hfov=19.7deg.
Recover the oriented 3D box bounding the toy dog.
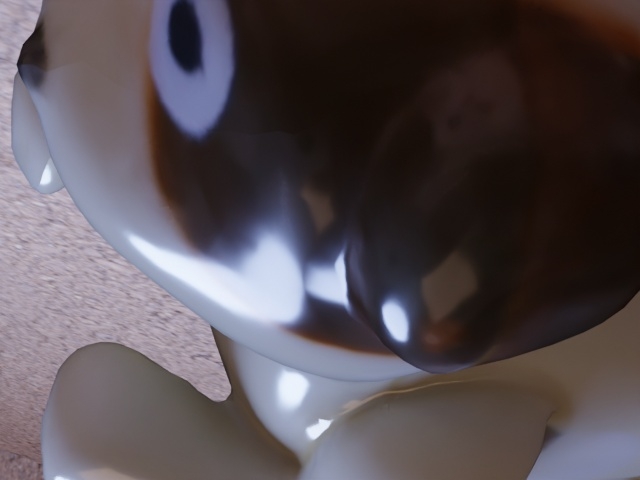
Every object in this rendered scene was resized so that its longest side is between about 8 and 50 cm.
[{"bbox_3d":[0.072,-0.008,0.619,0.395,0.285,0.408,-6,156,25],"label":"toy dog"}]
